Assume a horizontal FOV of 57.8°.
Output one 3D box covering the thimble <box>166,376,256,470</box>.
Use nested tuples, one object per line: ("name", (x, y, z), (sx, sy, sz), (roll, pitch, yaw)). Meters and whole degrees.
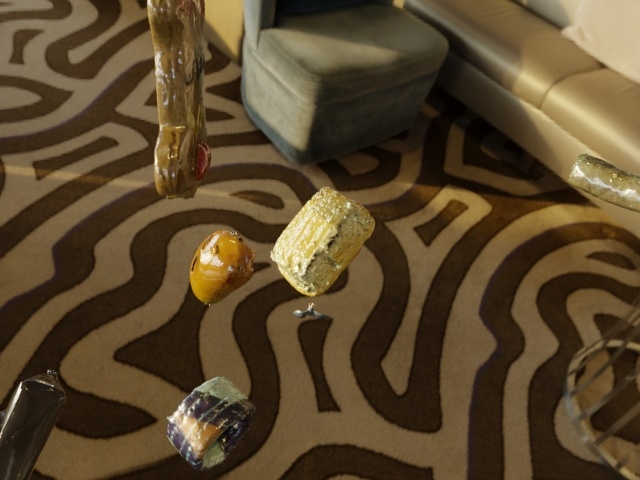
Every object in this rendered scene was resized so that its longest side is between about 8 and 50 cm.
("thimble", (-0.292, 0.497, 1.563), (0.150, 0.237, 0.237), (38, 49, 23))

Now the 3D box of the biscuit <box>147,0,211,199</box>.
("biscuit", (-0.245, -0.282, 1.073), (0.076, 0.394, 0.368), (1, 18, -5))

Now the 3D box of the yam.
("yam", (0.491, -0.053, 0.826), (0.061, 0.061, 0.274), (-27, 44, -34))

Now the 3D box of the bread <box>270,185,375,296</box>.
("bread", (0.000, 0.000, 1.313), (0.121, 0.245, 0.174), (36, 0, -42))

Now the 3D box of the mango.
("mango", (-0.130, 0.036, 0.738), (0.063, 0.127, 0.077), (-2, 56, -38))

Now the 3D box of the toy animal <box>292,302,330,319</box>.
("toy animal", (-0.019, 0.152, 1.274), (0.084, 0.050, 0.028), (2, 29, 0))

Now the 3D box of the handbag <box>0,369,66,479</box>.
("handbag", (-0.640, 0.415, 1.217), (0.113, 0.257, 0.285), (27, 76, -19))
